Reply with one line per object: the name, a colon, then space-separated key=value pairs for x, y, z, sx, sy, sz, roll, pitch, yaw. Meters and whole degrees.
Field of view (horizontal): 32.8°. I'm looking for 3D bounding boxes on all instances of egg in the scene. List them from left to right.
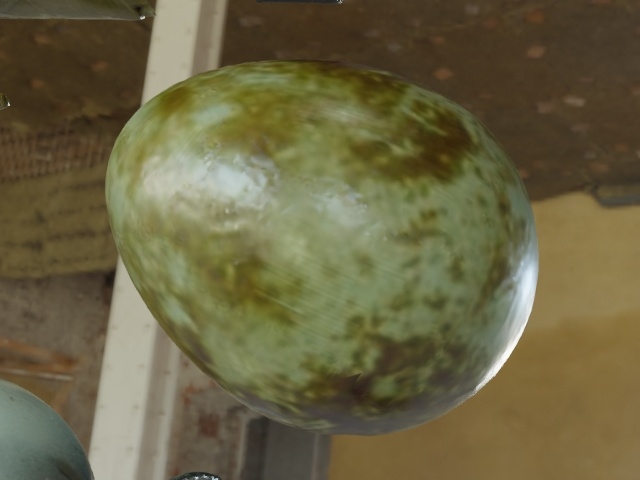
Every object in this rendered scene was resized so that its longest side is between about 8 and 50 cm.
egg: x=0.000 y=0.000 z=0.707 sx=0.289 sy=0.238 sz=0.238 roll=22 pitch=-20 yaw=-9

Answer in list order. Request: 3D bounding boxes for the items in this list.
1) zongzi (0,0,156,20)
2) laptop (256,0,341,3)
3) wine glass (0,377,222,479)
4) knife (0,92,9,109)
zongzi: x=-0.313 y=-0.187 z=0.821 sx=0.300 sy=0.274 sz=0.145 roll=37 pitch=-31 yaw=-6
laptop: x=-0.014 y=-0.382 z=1.350 sx=0.129 sy=0.180 sz=0.016 roll=-6 pitch=32 yaw=-28
wine glass: x=-0.138 y=0.103 z=0.440 sx=0.202 sy=0.093 sz=0.093 roll=14 pitch=-10 yaw=31
knife: x=-0.544 y=-0.173 z=1.529 sx=0.256 sy=0.022 sz=0.046 roll=-14 pitch=-53 yaw=23
